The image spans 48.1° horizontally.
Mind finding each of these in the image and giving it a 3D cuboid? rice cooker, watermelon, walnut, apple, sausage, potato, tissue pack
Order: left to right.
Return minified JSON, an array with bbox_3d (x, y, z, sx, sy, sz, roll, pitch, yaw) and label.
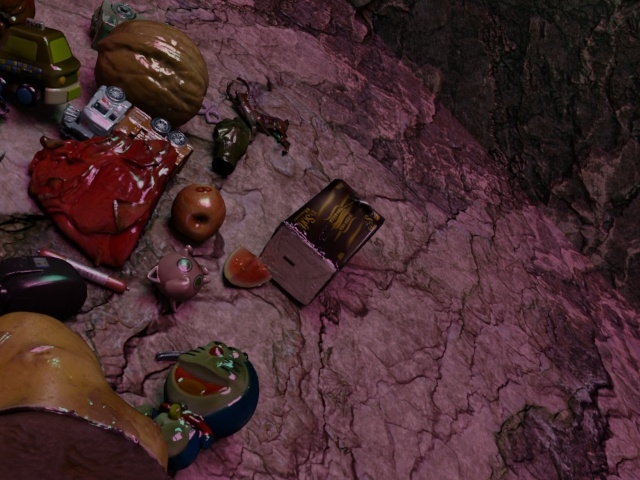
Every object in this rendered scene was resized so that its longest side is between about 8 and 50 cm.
[{"bbox_3d":[-0.585,0.103,1.465,0.203,0.142,0.118,3,37,-40],"label":"rice cooker"},{"bbox_3d":[-0.448,0.272,1.266,0.397,0.290,0.296,7,40,-9],"label":"potato"},{"bbox_3d":[-0.539,0.070,1.632,0.223,0.029,0.029,26,38,-18],"label":"sausage"},{"bbox_3d":[-0.485,-0.481,2.060,0.332,0.333,0.333,24,39,-20],"label":"walnut"},{"bbox_3d":[-0.319,-0.072,1.881,0.146,0.146,0.131,18,19,-27],"label":"apple"},{"bbox_3d":[-0.193,0.073,1.882,0.125,0.094,0.135,49,41,0],"label":"watermelon"},{"bbox_3d":[0.000,0.000,2.040,0.210,0.198,0.370,45,36,1],"label":"tissue pack"}]

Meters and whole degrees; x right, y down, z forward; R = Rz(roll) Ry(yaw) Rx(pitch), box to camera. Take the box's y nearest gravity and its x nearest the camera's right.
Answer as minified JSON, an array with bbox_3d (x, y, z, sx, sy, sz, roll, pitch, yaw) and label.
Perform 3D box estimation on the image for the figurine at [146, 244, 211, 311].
[{"bbox_3d":[-0.337,0.087,1.715,0.125,0.125,0.138,40,51,1],"label":"figurine"}]

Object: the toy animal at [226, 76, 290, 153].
[{"bbox_3d":[-0.210,-0.414,2.422,0.243,0.087,0.260,27,33,-39],"label":"toy animal"}]

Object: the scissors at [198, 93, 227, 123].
[{"bbox_3d":[-0.348,-0.450,2.368,0.110,0.021,0.212,37,37,-6],"label":"scissors"}]

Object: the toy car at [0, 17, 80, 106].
[{"bbox_3d":[-0.744,-0.471,1.845,0.247,0.198,0.204,16,27,5],"label":"toy car"}]

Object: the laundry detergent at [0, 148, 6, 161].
[{"bbox_3d":[-0.870,-0.247,1.627,0.289,0.094,0.143,27,40,-16],"label":"laundry detergent"}]

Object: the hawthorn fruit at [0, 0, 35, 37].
[{"bbox_3d":[-0.905,-0.656,1.920,0.261,0.258,0.258,22,25,32],"label":"hawthorn fruit"}]

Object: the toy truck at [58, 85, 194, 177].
[{"bbox_3d":[-0.530,-0.272,1.926,0.338,0.133,0.184,35,45,-10],"label":"toy truck"}]

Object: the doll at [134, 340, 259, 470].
[{"bbox_3d":[-0.250,0.337,1.476,0.198,0.186,0.322,22,46,30],"label":"doll"}]

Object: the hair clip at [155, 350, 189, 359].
[{"bbox_3d":[-0.267,0.284,1.645,0.229,0.039,0.070,19,40,-18],"label":"hair clip"}]

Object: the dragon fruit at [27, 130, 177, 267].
[{"bbox_3d":[-0.534,-0.139,1.697,0.329,0.228,0.286,31,38,-15],"label":"dragon fruit"}]

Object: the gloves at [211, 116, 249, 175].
[{"bbox_3d":[-0.276,-0.306,2.215,0.135,0.107,0.268,53,21,-37],"label":"gloves"}]

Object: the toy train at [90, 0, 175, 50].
[{"bbox_3d":[-0.570,-0.638,2.286,0.326,0.129,0.159,19,46,-27],"label":"toy train"}]

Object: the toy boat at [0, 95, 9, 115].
[{"bbox_3d":[-0.873,-0.345,1.746,0.223,0.100,0.097,12,8,-40],"label":"toy boat"}]
